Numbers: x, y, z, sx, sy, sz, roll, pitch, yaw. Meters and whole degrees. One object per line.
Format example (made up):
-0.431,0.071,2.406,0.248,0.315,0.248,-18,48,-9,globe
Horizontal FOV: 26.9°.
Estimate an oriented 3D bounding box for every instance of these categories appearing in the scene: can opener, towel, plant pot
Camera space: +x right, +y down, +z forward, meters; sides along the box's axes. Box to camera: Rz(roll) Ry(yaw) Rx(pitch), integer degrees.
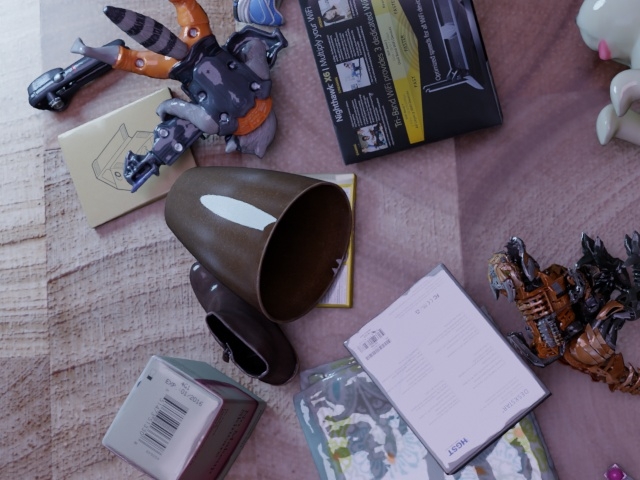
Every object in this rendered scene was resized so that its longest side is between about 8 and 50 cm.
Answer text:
-0.390,-0.268,2.146,0.186,0.059,0.073,-30,76,9,can opener
0.160,0.314,1.918,0.321,0.090,0.374,-22,78,11,towel
-0.110,-0.020,1.959,0.230,0.215,0.215,23,88,30,plant pot

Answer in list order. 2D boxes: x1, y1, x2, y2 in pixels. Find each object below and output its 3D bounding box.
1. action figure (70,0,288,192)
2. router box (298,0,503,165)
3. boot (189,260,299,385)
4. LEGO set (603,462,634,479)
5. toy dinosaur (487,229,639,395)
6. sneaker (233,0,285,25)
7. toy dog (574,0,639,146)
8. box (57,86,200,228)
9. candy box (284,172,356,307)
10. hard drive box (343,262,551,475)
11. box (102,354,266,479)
-0.211,-0.223,2.002,0.330,0.178,0.341,37,92,-15,action figure
0.114,-0.289,1.968,0.243,0.081,0.308,-14,99,11,router box
-0.127,0.108,1.953,0.090,0.207,0.248,-44,75,4,boot
0.520,0.260,1.817,0.132,0.107,0.287,38,96,7,LEGO set
0.366,0.104,1.849,0.218,0.322,0.164,-51,38,-15,toy dinosaur
-0.066,-0.433,2.087,0.081,0.080,0.211,19,97,9,sneaker
0.534,-0.269,1.812,0.408,0.284,0.395,42,93,17,toy dog
-0.302,-0.131,2.126,0.201,0.021,0.164,-23,78,9,box
0.000,0.000,2.031,0.105,0.027,0.205,0,82,17,candy box
0.176,0.178,1.847,0.181,0.089,0.232,-39,76,4,hard drive box
-0.191,0.263,1.934,0.127,0.232,0.148,30,90,15,box
